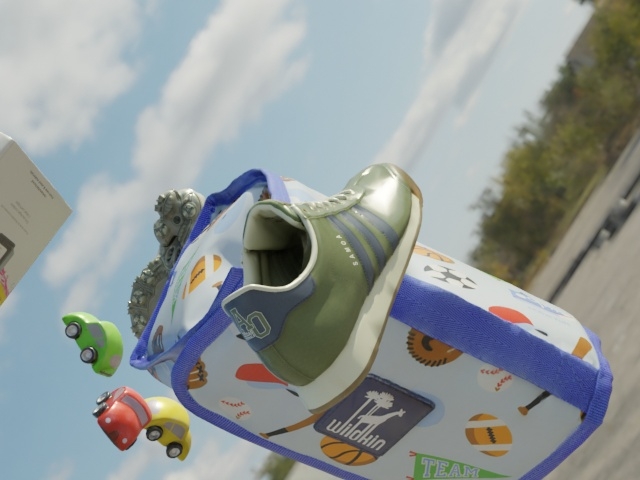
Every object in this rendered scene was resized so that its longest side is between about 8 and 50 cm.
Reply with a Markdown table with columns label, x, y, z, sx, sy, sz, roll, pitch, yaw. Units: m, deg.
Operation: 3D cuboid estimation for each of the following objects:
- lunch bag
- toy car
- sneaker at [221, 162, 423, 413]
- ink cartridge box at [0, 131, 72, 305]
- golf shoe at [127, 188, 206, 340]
| label | x | y | z | sx | sy | sz | roll | pitch | yaw |
| --- | --- | --- | --- | --- | --- | --- | --- | --- | --- |
| lunch bag | 0.031 | 0.092 | 1.118 | 0.239 | 0.328 | 0.385 | -68 | 15 | -15 |
| toy car | -0.251 | 0.171 | 1.586 | 0.053 | 0.225 | 0.239 | -38 | -21 | 4 |
| sneaker | 0.000 | 0.000 | 0.695 | 0.064 | 0.086 | 0.192 | -34 | 23 | 36 |
| ink cartridge box | -0.506 | -0.016 | 1.623 | 0.270 | 0.198 | 0.197 | -55 | -26 | -15 |
| golf shoe | -0.157 | 0.030 | 1.383 | 0.086 | 0.069 | 0.176 | -12 | -58 | -74 |
